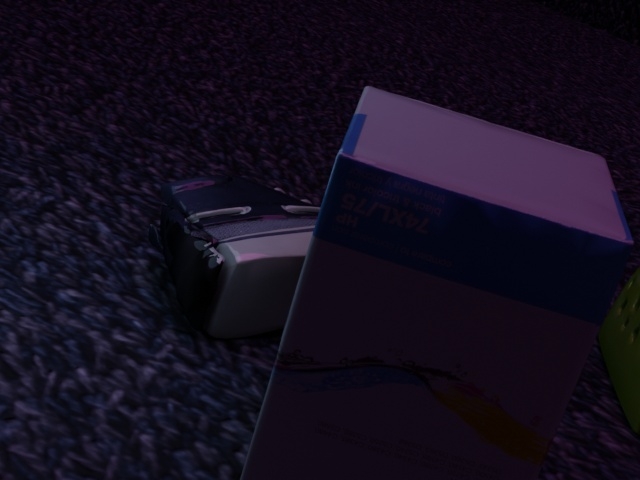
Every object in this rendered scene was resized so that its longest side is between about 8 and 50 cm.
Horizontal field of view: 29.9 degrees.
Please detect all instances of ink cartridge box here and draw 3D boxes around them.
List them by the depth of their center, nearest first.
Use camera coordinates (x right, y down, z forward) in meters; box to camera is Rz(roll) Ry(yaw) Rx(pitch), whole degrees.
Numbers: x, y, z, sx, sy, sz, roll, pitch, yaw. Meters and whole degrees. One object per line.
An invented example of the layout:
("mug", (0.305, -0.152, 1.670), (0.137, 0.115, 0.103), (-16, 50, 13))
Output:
("ink cartridge box", (0.078, 0.060, 0.874), (0.197, 0.270, 0.198), (17, 21, 1))

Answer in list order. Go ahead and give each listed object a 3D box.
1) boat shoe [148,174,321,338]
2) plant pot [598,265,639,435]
("boat shoe", (0.000, 0.000, 1.153), (0.341, 0.127, 0.158), (1, 34, -36))
("plant pot", (0.430, 0.085, 1.191), (0.227, 0.207, 0.228), (16, 20, -4))
